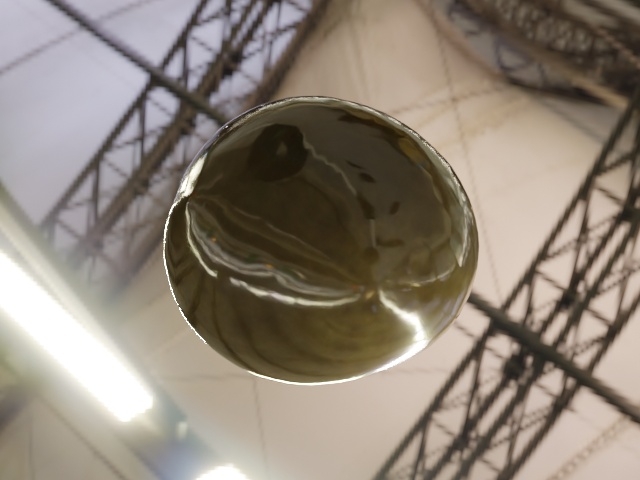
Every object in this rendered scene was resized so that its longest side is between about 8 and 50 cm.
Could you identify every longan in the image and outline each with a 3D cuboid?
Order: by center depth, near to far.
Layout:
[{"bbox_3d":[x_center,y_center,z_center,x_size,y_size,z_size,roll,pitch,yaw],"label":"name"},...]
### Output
[{"bbox_3d":[0.000,0.000,1.509,0.319,0.319,0.319,6,-145,-4],"label":"longan"}]
